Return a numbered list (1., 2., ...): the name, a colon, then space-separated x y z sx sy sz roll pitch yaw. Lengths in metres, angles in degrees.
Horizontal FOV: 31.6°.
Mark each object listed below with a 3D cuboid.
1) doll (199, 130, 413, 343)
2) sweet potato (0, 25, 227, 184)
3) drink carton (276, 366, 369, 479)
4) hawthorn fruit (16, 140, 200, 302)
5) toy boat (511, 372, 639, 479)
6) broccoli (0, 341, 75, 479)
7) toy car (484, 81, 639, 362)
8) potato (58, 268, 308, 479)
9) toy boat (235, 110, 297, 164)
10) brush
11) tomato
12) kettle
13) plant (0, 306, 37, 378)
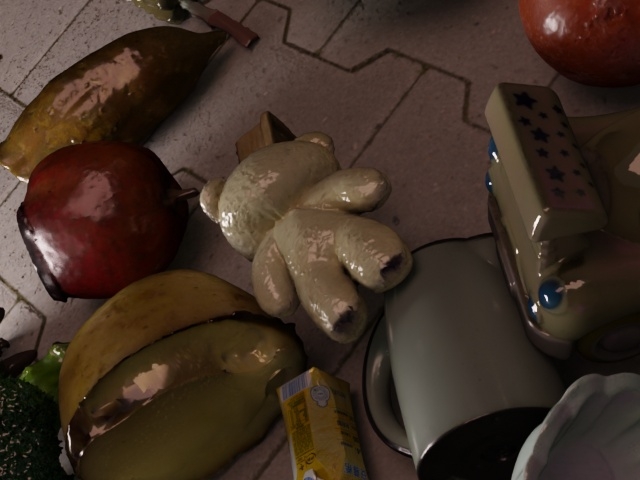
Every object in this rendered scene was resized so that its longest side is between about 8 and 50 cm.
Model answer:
1. doll: -0.003 0.004 1.232 0.175 0.149 0.278 -27 42 -12
2. sweet potato: -0.302 -0.209 1.652 0.370 0.158 0.158 -41 47 4
3. drink carton: 0.006 0.239 1.204 0.074 0.084 0.200 -33 49 24
4. hawthorn fruit: -0.272 -0.035 1.485 0.250 0.215 0.215 -18 53 24
5. toy boat: 0.234 0.261 0.998 0.100 0.200 0.290 -15 62 65
6. broccoli: -0.371 0.257 1.346 0.298 0.297 0.297 1 28 33
7. toy car: 0.331 -0.050 1.046 0.336 0.226 0.242 -12 52 1
8. potato: -0.176 0.141 1.304 0.285 0.242 0.242 -39 47 -4
9. toy boat: -0.043 -0.062 1.413 0.061 0.116 0.188 -32 46 17
10. brush: -0.201 -0.361 1.747 0.301 0.071 0.084 35 79 37
11. tomato: 0.326 -0.268 1.263 0.208 0.184 0.208 1 72 -4
12. kettle: 0.130 0.133 1.152 0.221 0.161 0.236 -42 42 30
13. plant: -0.526 0.225 1.503 0.182 0.194 0.320 36 87 30
